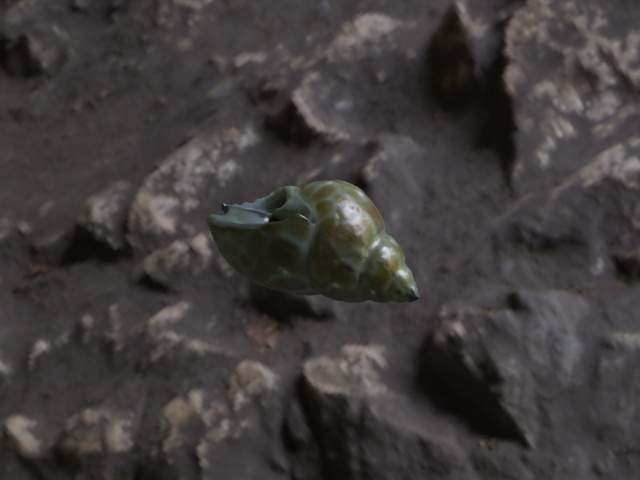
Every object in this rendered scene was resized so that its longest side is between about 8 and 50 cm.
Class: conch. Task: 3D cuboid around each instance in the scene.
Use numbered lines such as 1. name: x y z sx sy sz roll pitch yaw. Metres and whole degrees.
1. conch: -0.011 0.002 1.196 0.173 0.106 0.116 -3 3 -6
